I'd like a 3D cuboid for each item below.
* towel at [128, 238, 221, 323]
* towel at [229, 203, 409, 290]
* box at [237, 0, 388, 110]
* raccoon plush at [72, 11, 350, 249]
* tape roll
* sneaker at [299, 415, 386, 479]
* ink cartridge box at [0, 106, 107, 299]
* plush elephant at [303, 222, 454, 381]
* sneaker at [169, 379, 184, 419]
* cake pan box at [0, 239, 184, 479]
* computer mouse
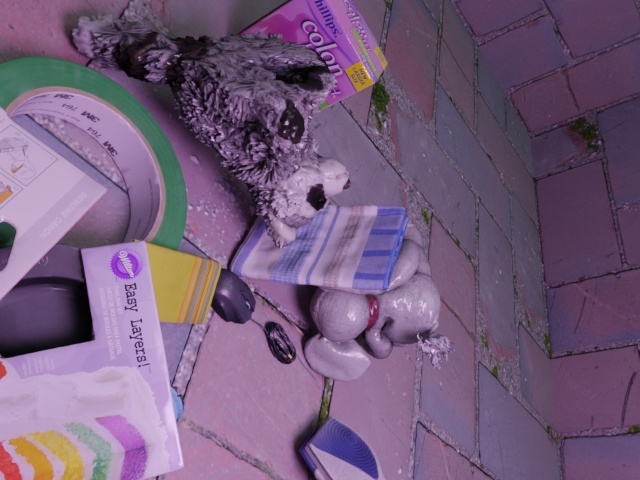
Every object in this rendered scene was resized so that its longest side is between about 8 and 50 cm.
[{"bbox_3d":[-0.209,0.063,0.805,0.237,0.021,0.102,30,75,-71],"label":"towel"},{"bbox_3d":[0.000,0.000,1.022,0.209,0.285,0.034,-65,153,-45],"label":"towel"},{"bbox_3d":[-0.025,-0.384,1.191,0.213,0.243,0.117,56,36,-23],"label":"box"},{"bbox_3d":[-0.160,-0.183,0.962,0.447,0.299,0.216,25,45,11],"label":"raccoon plush"},{"bbox_3d":[-0.325,-0.076,0.764,0.321,0.077,0.321,30,51,-46],"label":"tape roll"},{"bbox_3d":[0.063,0.482,1.002,0.315,0.182,0.127,44,30,12],"label":"sneaker"},{"bbox_3d":[-0.388,-0.032,0.515,0.261,0.066,0.296,41,43,-15],"label":"ink cartridge box"},{"bbox_3d":[0.083,0.122,1.127,0.256,0.271,0.330,11,21,-14],"label":"plush elephant"},{"bbox_3d":[-0.276,0.171,0.689,0.261,0.104,0.125,51,43,-23],"label":"sneaker"},{"bbox_3d":[-0.287,0.137,0.605,0.246,0.070,0.266,-7,83,-25],"label":"cake pan box"},{"bbox_3d":[-0.110,0.133,0.998,0.242,0.041,0.071,48,39,-31],"label":"computer mouse"}]
